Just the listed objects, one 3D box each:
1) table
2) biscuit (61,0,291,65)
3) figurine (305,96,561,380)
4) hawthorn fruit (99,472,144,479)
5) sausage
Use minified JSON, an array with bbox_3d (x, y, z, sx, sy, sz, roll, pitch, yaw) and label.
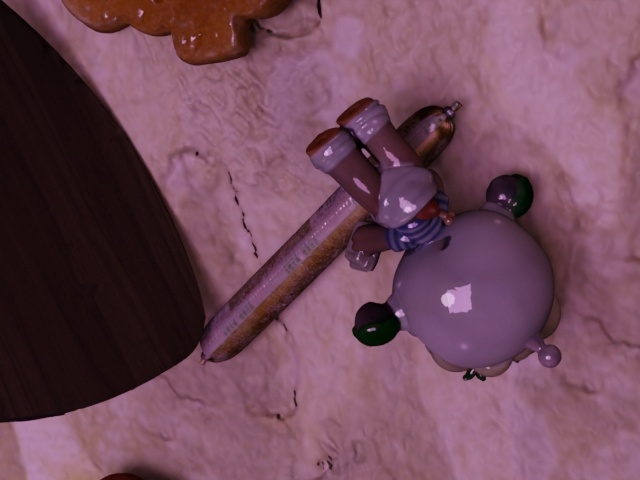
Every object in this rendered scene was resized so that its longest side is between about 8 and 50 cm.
[{"bbox_3d":[-0.300,0.030,0.880,0.249,0.317,0.317,-28,95,41],"label":"table"},{"bbox_3d":[-0.087,-0.230,0.832,0.212,0.041,0.239,-4,105,28],"label":"biscuit"},{"bbox_3d":[0.070,0.004,0.804,0.147,0.093,0.197,-43,94,-11],"label":"figurine"},{"bbox_3d":[-0.143,0.218,0.964,0.093,0.093,0.093,6,108,19],"label":"hawthorn fruit"},{"bbox_3d":[0.000,0.000,0.873,0.033,0.033,0.269,46,116,2],"label":"sausage"}]
